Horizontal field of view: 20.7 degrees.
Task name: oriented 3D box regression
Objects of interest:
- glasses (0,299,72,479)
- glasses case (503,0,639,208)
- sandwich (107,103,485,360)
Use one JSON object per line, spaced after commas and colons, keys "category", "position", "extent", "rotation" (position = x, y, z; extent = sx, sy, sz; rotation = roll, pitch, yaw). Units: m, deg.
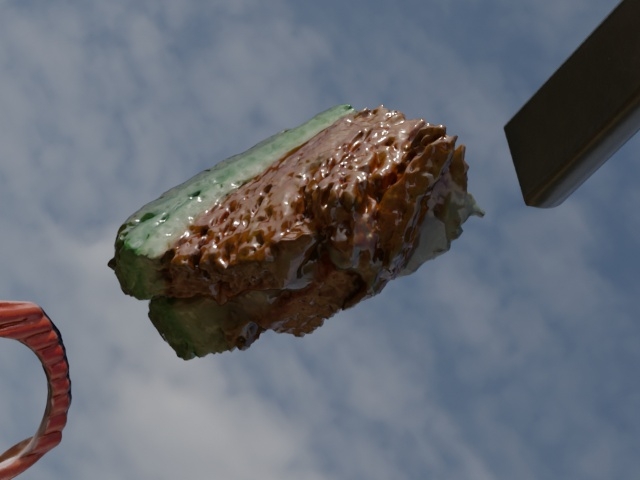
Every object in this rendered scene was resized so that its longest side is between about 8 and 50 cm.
{"category": "glasses", "position": [-0.191, 0.113, 0.736], "extent": [0.095, 0.162, 0.255], "rotation": [9, -69, 45]}
{"category": "glasses case", "position": [0.184, -0.095, 1.140], "extent": [0.190, 0.042, 0.072], "rotation": [-49, -128, 52]}
{"category": "sandwich", "position": [-0.008, 0.004, 1.006], "extent": [0.160, 0.185, 0.109], "rotation": [17, -46, 56]}
